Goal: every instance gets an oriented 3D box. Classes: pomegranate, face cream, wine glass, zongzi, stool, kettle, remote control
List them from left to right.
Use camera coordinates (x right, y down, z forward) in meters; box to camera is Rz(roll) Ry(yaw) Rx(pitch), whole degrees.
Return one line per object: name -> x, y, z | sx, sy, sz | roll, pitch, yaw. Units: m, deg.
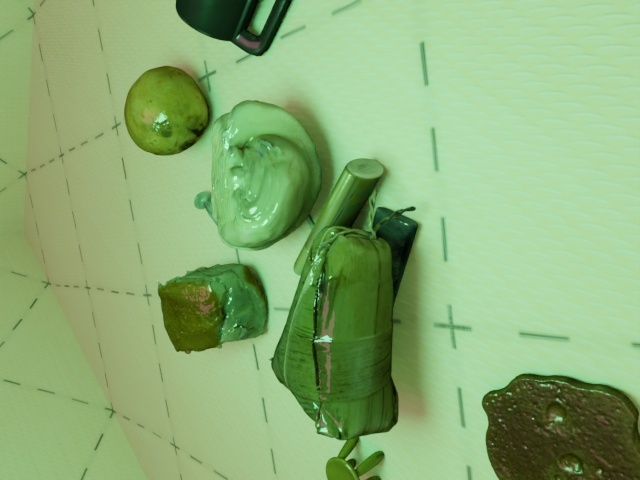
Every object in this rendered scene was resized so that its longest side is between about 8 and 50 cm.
pomegranate -> -0.459, -0.376, 1.300 | 0.260, 0.260, 0.261 | 12, 108, 41
wine glass -> -0.326, -0.092, 1.360 | 0.155, 0.073, 0.073 | 33, 121, 36
kettle -> -0.195, -0.654, 1.052 | 0.308, 0.262, 0.203 | -55, 28, 40
zongzi -> -0.027, 0.133, 0.998 | 0.466, 0.218, 0.501 | 9, 100, 53
face cream -> 0.037, -0.046, 0.976 | 0.067, 0.139, 0.285 | 39, 123, 17
stool -> 0.087, 0.576, 1.103 | 0.134, 0.110, 0.135 | -41, 71, 39
remote control -> 0.126, 0.116, 1.003 | 0.107, 0.044, 0.378 | 33, 120, 38

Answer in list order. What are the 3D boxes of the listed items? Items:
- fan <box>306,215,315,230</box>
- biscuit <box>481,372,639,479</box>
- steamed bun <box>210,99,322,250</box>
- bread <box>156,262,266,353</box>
fan -> 0.000, 0.000, 1.117 | 0.152, 0.008, 0.227 | -37, 76, 41
biscuit -> 0.425, 0.365, 0.778 | 0.272, 0.049, 0.258 | -16, 86, 42
steamed bun -> -0.127, -0.152, 1.046 | 0.352, 0.247, 0.340 | 157, 108, -68
bread -> -0.311, 0.202, 1.309 | 0.278, 0.225, 0.250 | -3, 103, 32
